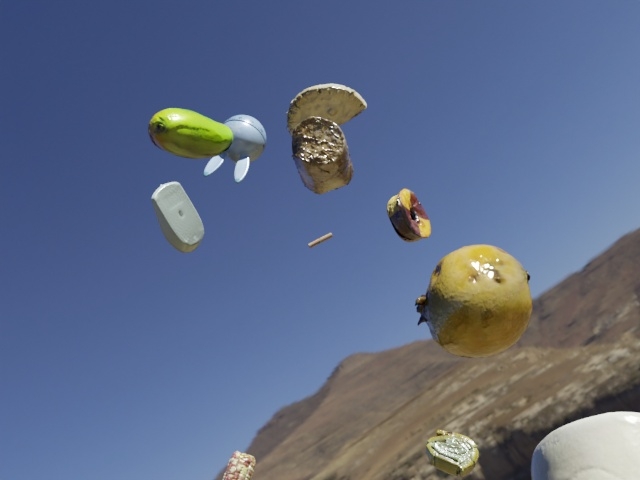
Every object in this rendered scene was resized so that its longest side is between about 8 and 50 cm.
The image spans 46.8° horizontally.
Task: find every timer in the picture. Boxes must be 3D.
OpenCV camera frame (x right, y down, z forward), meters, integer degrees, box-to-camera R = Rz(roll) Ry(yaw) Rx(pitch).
[{"bbox_3d":[-0.267,-0.284,2.401,0.175,0.175,0.256,90,-166,-74],"label":"timer"}]

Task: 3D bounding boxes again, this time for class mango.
[{"bbox_3d":[-0.300,-0.245,1.711,0.233,0.125,0.111,-3,-61,-54],"label":"mango"}]

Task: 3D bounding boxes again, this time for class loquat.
[{"bbox_3d":[0.316,0.128,1.530,0.243,0.244,0.244,-30,-18,-11],"label":"loquat"}]

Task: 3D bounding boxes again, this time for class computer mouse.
[{"bbox_3d":[-0.448,-0.069,2.300,0.079,0.231,0.128,-13,17,41],"label":"computer mouse"}]

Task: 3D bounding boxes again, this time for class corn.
[{"bbox_3d":[-0.249,0.697,2.032,0.079,0.079,0.237,105,-173,-64],"label":"corn"}]

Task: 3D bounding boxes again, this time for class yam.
[{"bbox_3d":[0.005,-0.196,1.740,0.129,0.128,0.238,-53,-13,-9],"label":"yam"}]

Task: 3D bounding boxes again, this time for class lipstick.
[{"bbox_3d":[0.000,0.000,2.668,0.094,0.019,0.019,-27,-18,-6],"label":"lipstick"}]

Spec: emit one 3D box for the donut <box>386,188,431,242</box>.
[{"bbox_3d":[0.223,-0.060,1.888,0.059,0.140,0.140,-27,-12,34],"label":"donut"}]

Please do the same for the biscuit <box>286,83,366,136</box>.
[{"bbox_3d":[-0.008,-0.422,2.409,0.281,0.084,0.179,-25,-48,26],"label":"biscuit"}]

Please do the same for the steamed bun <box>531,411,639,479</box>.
[{"bbox_3d":[0.389,0.344,1.028,0.164,0.146,0.242,17,-41,-12],"label":"steamed bun"}]

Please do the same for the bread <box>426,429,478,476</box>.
[{"bbox_3d":[0.387,0.626,2.187,0.117,0.156,0.064,-57,-31,-40],"label":"bread"}]
